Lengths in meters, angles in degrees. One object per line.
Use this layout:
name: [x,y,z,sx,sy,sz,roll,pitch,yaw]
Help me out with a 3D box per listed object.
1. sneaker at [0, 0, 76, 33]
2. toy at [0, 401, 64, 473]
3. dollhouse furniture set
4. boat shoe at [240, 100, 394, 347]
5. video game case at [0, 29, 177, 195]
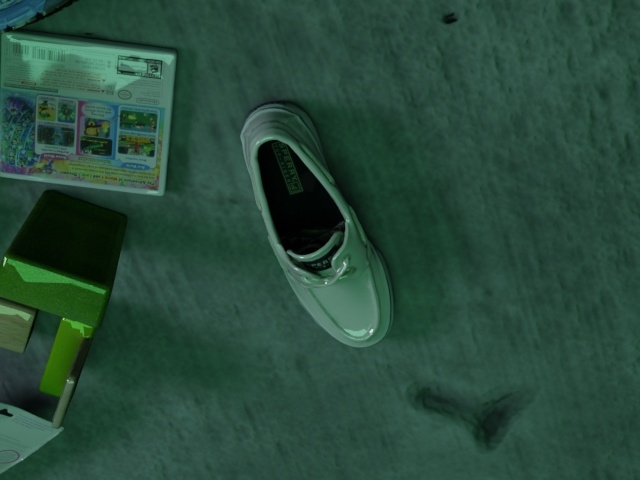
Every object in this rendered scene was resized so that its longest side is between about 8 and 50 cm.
sneaker: [-0.229,-0.243,1.091,0.221,0.083,0.087,-27,100,8]
toy: [-0.389,0.206,1.292,0.237,0.056,0.137,-37,136,23]
dollhouse furniture set: [-0.353,0.044,1.185,0.301,0.151,0.198,19,115,-9]
boat shoe: [0.000,0.000,1.195,0.096,0.088,0.268,-16,115,8]
video game case: [-0.215,-0.116,1.178,0.157,0.019,0.143,7,117,-4]
